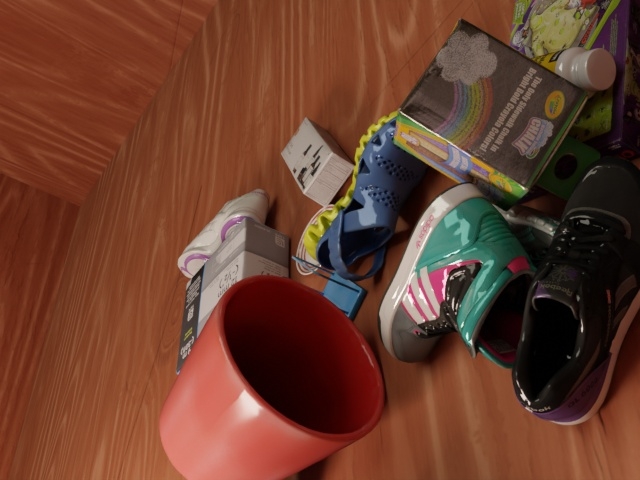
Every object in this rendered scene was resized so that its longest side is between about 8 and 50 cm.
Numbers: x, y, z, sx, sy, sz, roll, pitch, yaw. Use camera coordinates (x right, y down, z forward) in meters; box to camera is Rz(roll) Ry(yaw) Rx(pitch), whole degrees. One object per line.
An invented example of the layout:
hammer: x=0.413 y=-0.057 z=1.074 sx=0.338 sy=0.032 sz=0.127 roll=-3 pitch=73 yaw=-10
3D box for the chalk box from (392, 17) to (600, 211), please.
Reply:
chalk box: x=0.207 y=-0.125 z=0.914 sx=0.132 sy=0.213 sz=0.132 roll=-56 pitch=-6 yaw=-5

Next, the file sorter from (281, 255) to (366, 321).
file sorter: x=-0.025 y=0.124 z=1.319 sx=0.170 sy=0.105 sz=0.118 roll=-63 pitch=26 yaw=2

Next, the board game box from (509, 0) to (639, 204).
board game box: x=0.324 y=-0.229 z=1.041 sx=0.208 sy=0.056 sz=0.346 roll=-20 pitch=50 yaw=50

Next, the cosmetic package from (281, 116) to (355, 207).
cosmetic package: x=-0.010 y=-0.160 z=1.580 sx=0.099 sy=0.060 sz=0.239 roll=-53 pitch=25 yaw=12

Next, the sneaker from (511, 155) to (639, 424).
sneaker: x=0.263 y=0.040 z=0.793 sx=0.107 sy=0.124 sz=0.283 roll=10 pitch=79 yaw=33

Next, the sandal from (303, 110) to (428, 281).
sandal: x=0.092 y=-0.055 z=1.255 sx=0.317 sy=0.126 sz=0.138 roll=-61 pitch=28 yaw=27

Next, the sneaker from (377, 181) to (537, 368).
sneaker: x=0.175 y=0.094 z=0.959 sx=0.178 sy=0.124 sz=0.295 roll=54 pitch=148 yaw=33

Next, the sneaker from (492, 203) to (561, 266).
sneaker: x=0.258 y=0.005 z=0.959 sx=0.166 sy=0.065 sz=0.076 roll=-142 pitch=62 yaw=-67

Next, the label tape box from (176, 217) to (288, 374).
label tape box: x=-0.173 y=0.165 z=1.555 sx=0.249 sy=0.115 sz=0.347 roll=-44 pitch=31 yaw=36

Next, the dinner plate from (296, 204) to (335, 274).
dinner plate: x=0.000 y=0.000 z=1.483 sx=0.141 sy=0.017 sz=0.141 roll=-43 pitch=34 yaw=39

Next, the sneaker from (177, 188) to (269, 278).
sneaker: x=-0.208 y=-0.006 z=1.811 sx=0.305 sy=0.114 sz=0.152 roll=-36 pitch=24 yaw=39

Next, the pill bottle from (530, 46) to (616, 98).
pill bottle: x=0.288 y=-0.193 z=0.950 sx=0.116 sy=0.065 sz=0.065 roll=2 pitch=69 yaw=62

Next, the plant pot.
plant pot: x=-0.088 y=0.224 z=1.147 sx=0.243 sy=0.275 sz=0.275 roll=-47 pitch=31 yaw=32
